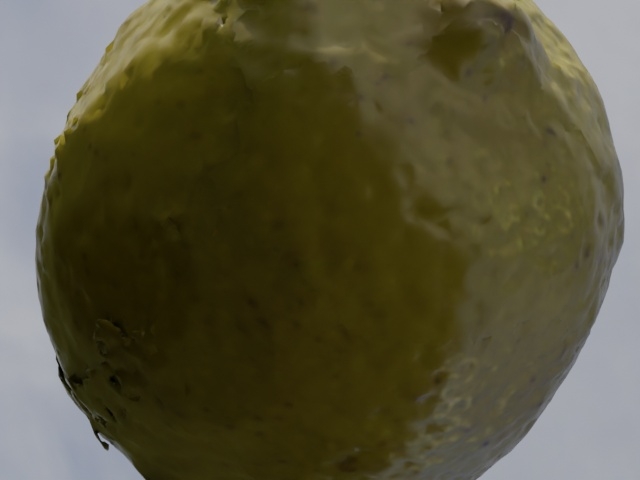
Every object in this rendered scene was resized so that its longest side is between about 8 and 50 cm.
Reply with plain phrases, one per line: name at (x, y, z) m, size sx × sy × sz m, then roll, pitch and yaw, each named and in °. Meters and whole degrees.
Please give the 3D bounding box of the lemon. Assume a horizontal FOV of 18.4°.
lemon at (0.000, 0.000, 0.884) m, size 0.253 × 0.253 × 0.310 m, roll 51°, pitch -48°, yaw 23°
